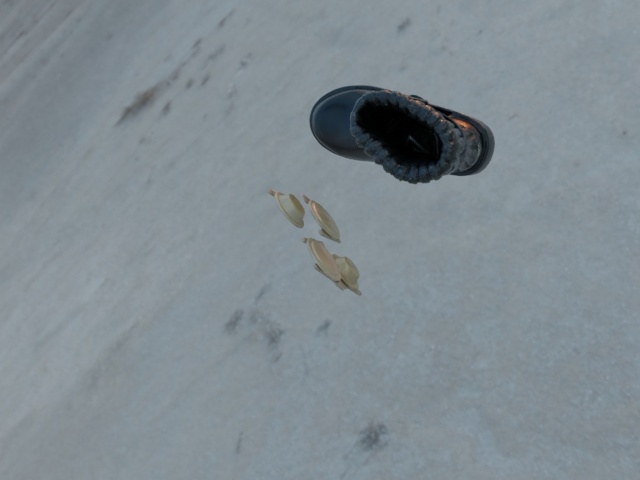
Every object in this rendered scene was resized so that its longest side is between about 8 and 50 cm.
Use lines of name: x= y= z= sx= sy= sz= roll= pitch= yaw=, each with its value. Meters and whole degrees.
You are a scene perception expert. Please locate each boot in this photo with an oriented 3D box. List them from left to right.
boot: x=0.090 y=-0.177 z=1.308 sx=0.347 sy=0.260 sz=0.131 roll=12 pitch=103 yaw=27

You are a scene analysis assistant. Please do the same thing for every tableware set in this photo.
tableware set: x=0.000 y=0.000 z=1.043 sx=0.020 sy=0.141 sz=0.169 roll=-36 pitch=60 yaw=16
